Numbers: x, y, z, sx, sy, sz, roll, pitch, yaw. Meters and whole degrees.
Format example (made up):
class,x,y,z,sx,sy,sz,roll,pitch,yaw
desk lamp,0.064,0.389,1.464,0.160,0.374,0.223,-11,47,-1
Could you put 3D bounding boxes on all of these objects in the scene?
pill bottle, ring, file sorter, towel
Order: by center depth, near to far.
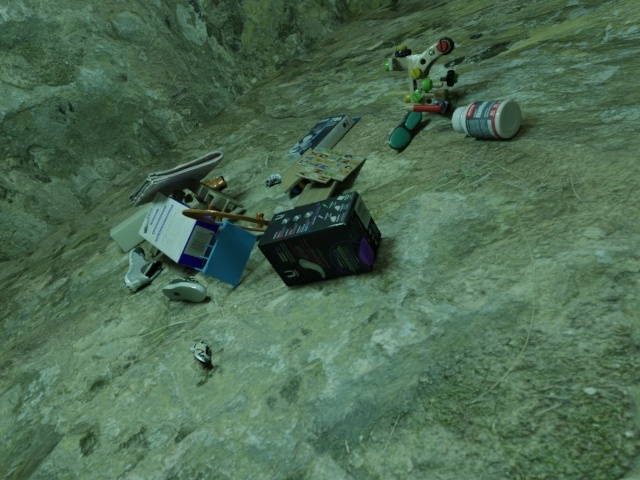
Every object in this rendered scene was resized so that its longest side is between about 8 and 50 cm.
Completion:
class,x,y,z,sx,sy,sz,roll,pitch,yaw
pill bottle,0.485,-0.358,1.448,0.108,0.108,0.180,-44,31,-20
file sorter,-0.297,0.037,1.514,0.105,0.118,0.170,9,75,54
ring,-0.258,-0.066,1.523,0.337,0.337,0.032,4,83,46
towel,-0.574,-0.242,1.940,0.317,0.053,0.332,-28,4,-35

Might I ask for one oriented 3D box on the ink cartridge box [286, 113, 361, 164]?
class,x,y,z,sx,sy,sz,roll,pitch,yaw
ink cartridge box,0.016,-0.443,2.061,0.165,0.065,0.332,2,43,46

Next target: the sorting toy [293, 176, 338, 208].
class,x,y,z,sx,sy,sz,roll,pitch,yaw
sorting toy,-0.009,-0.141,1.643,0.132,0.046,0.274,-10,36,33

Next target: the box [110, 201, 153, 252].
class,x,y,z,sx,sy,sz,roll,pitch,yaw
box,-0.804,-0.073,2.220,0.275,0.113,0.094,-35,29,-7

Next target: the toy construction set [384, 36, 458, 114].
class,x,y,z,sx,sy,sz,roll,pitch,yaw
toy construction set,0.326,-0.540,1.681,0.237,0.257,0.308,6,45,23

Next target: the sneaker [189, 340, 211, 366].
class,x,y,z,sx,sy,sz,roll,pitch,yaw
sneaker,-0.306,0.292,1.276,0.044,0.040,0.109,-40,31,-18

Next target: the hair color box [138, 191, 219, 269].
class,x,y,z,sx,sy,sz,roll,pitch,yaw
hair color box,-0.520,-0.042,1.786,0.339,0.110,0.185,26,91,43

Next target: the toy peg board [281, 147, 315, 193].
class,x,y,z,sx,sy,sz,roll,pitch,yaw
toy peg board,-0.062,-0.242,1.836,0.161,0.079,0.161,-41,27,16

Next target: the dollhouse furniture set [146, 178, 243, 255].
class,x,y,z,sx,sy,sz,roll,pitch,yaw
dollhouse furniture set,-0.493,-0.041,1.955,0.303,0.174,0.355,30,94,44

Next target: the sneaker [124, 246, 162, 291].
class,x,y,z,sx,sy,sz,roll,pitch,yaw
sneaker,-0.665,0.094,1.881,0.132,0.086,0.228,-22,41,7

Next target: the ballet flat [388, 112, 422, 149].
class,x,y,z,sx,sy,sz,roll,pitch,yaw
ballet flat,0.290,-0.379,1.714,0.074,0.074,0.203,8,54,48

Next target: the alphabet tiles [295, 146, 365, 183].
class,x,y,z,sx,sy,sz,roll,pitch,yaw
alphabet tiles,0.021,-0.262,1.705,0.198,0.009,0.237,17,38,22

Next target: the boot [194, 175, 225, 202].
class,x,y,z,sx,sy,sz,roll,pitch,yaw
boot,-0.521,-0.262,2.282,0.152,0.073,0.197,-34,42,-1

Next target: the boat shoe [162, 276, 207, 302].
class,x,y,z,sx,sy,sz,roll,pitch,yaw
boat shoe,-0.428,0.147,1.569,0.219,0.077,0.070,-3,41,43

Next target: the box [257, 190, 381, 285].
class,x,y,z,sx,sy,sz,roll,pitch,yaw
box,0.000,0.000,1.301,0.271,0.165,0.143,-13,35,29

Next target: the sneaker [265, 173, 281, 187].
class,x,y,z,sx,sy,sz,roll,pitch,yaw
sneaker,-0.193,-0.236,1.972,0.069,0.038,0.098,-44,22,-17
